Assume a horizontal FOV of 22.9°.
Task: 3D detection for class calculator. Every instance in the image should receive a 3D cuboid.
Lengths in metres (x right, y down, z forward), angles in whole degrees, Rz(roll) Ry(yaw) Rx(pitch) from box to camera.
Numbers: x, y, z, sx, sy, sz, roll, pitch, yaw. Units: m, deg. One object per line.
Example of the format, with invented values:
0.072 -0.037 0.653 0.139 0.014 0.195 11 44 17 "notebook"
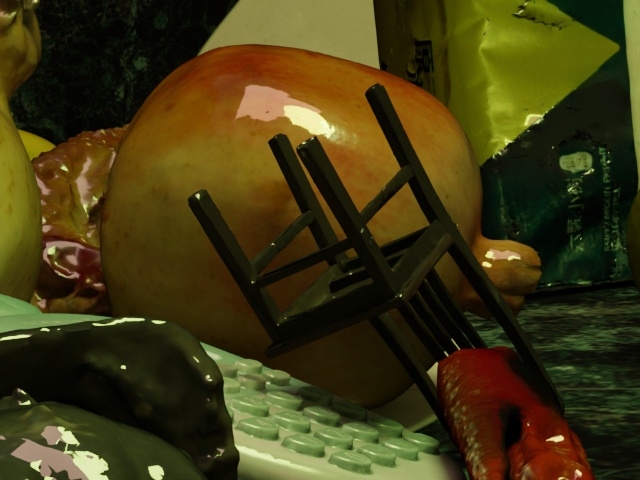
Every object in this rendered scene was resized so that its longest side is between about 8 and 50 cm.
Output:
-0.069 0.080 0.769 0.295 0.042 0.184 18 6 24 "calculator"

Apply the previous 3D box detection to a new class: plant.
-0.111 0.099 0.510 0.164 0.142 0.256 -6 3 -27 "plant"

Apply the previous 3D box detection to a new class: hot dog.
-0.106 -0.006 1.280 0.267 0.174 0.387 1 7 24 "hot dog"

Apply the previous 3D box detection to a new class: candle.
0.085 0.106 0.638 0.084 0.059 0.301 39 9 -4 "candle"

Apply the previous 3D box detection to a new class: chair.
0.036 0.040 0.797 0.084 0.212 0.101 -24 11 33 "chair"

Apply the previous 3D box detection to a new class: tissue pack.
0.197 -0.173 1.493 0.253 0.416 0.264 -6 7 -16 "tissue pack"

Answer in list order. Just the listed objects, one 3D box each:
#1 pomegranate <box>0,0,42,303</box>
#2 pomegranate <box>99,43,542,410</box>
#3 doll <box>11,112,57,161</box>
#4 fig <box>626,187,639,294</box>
-0.299 -0.034 0.928 0.342 0.342 0.342 -4 6 0 "pomegranate"
0.000 0.000 0.975 0.270 0.229 0.252 8 0 5 "pomegranate"
-0.340 -0.054 1.791 0.423 0.161 0.348 17 -36 -34 "doll"
0.295 0.010 1.083 0.186 0.148 0.142 -6 18 -45 "fig"
